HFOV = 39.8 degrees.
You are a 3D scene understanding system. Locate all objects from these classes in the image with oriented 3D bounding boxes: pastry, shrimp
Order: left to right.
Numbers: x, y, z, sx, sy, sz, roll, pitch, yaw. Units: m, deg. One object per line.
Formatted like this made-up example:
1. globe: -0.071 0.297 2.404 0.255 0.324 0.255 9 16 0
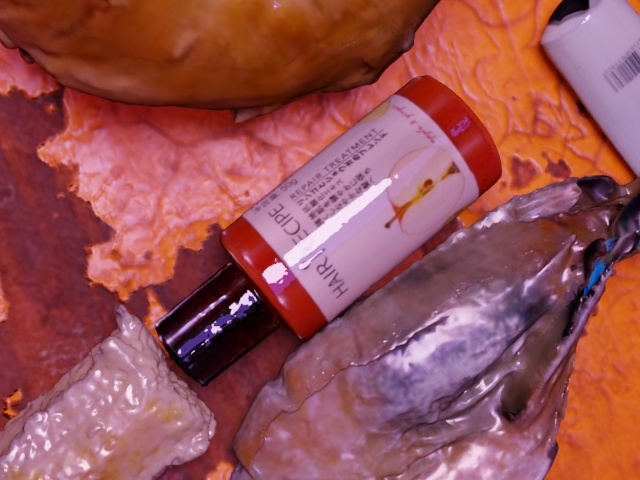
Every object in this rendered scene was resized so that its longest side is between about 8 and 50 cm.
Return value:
1. pastry: -0.194 0.178 0.639 0.258 0.089 0.121 -45 92 -5
2. pastry: -0.054 -0.271 0.541 0.409 0.245 0.410 -14 132 -16
3. shrimp: 0.127 0.100 0.682 0.445 0.110 0.221 -42 99 1

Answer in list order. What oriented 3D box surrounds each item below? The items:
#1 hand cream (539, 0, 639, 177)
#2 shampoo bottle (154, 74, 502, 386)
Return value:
1. hand cream: 0.304 -0.079 0.737 0.320 0.067 0.109 45 85 -12
2. shampoo bottle: 0.000 0.000 0.660 0.278 0.104 0.104 -39 96 -6
